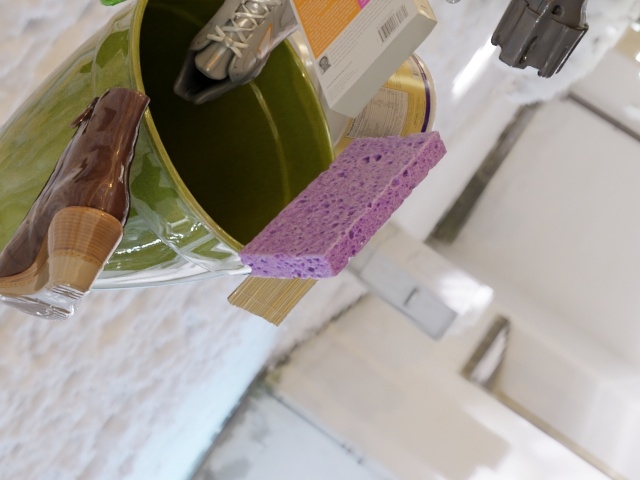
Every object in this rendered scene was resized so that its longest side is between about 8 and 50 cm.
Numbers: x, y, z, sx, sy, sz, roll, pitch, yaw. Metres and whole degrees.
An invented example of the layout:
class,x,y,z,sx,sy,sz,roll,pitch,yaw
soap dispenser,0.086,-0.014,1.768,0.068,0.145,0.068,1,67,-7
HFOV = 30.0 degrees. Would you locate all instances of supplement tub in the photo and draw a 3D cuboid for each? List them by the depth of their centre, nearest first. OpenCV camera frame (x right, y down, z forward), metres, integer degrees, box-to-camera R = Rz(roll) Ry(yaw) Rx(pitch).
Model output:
class,x,y,z,sx,sy,sz,roll,pitch,yaw
supplement tub,0.003,-0.222,1.891,0.331,0.241,0.241,3,125,-50

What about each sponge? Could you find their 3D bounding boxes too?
class,x,y,z,sx,sy,sz,roll,pitch,yaw
sponge,0.024,-0.037,1.180,0.117,0.031,0.210,0,-144,44

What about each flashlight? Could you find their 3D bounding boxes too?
class,x,y,z,sx,sy,sz,roll,pitch,yaw
flashlight,0.270,-0.300,1.120,0.103,0.103,0.304,-103,-145,-54

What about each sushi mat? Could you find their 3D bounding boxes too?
class,x,y,z,sx,sy,sz,roll,pitch,yaw
sushi mat,0.000,0.000,1.825,0.316,0.019,0.151,-47,144,10

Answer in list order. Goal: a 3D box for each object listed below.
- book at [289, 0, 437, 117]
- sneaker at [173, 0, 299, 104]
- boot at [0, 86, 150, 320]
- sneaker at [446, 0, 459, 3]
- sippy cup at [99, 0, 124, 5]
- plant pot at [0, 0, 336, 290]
class,x,y,z,sx,sy,sz,roll,pitch,yaw
book,0.027,-0.171,0.855,0.096,0.035,0.144,-46,-138,32
sneaker,-0.085,-0.241,1.369,0.121,0.099,0.262,-51,-179,-42
boot,-0.250,-0.032,1.194,0.248,0.090,0.207,-16,-125,55
sneaker,0.176,-0.361,1.594,0.135,0.052,0.058,88,15,-57
sippy cup,-0.272,-0.358,1.077,0.224,0.305,0.240,-33,179,12
plant pot,-0.226,-0.088,1.455,0.353,0.366,0.366,-22,-170,30
